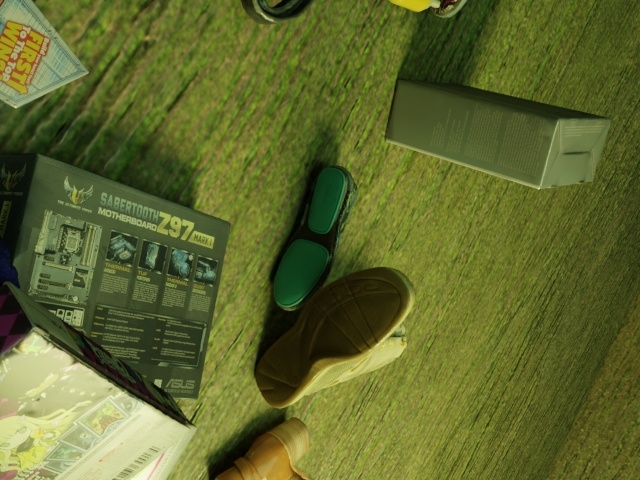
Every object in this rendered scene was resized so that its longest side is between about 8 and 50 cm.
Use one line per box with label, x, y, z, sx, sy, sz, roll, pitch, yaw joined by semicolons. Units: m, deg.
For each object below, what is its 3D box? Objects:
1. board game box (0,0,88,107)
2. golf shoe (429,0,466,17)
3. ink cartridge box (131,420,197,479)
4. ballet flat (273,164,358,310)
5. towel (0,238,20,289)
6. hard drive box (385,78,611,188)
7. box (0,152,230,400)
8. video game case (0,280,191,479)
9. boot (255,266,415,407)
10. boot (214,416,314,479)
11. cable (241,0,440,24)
board game box;-0.266;-0.129;0.478;0.194;0.060;0.194;37;79;-52
golf shoe;0.202;-0.365;0.930;0.086;0.067;0.186;34;81;-55
ink cartridge box;-0.228;0.197;0.702;0.109;0.062;0.209;-59;143;-9
ballet flat;0.000;0.000;0.885;0.070;0.070;0.188;18;98;-54
towel;-0.333;0.009;0.326;0.308;0.227;0.076;4;99;-53
hard drive box;0.236;-0.148;0.954;0.181;0.232;0.089;-10;117;-48
box;-0.189;0.043;0.634;0.232;0.059;0.184;21;77;-55
video game case;-0.213;0.149;0.421;0.232;0.042;0.210;-39;151;-8
boot;0.059;0.114;0.924;0.203;0.095;0.262;-6;146;-52
boot;-0.075;0.356;0.979;0.152;0.073;0.197;-28;118;-42
cable;0.040;-0.306;0.755;0.287;0.072;0.140;-25;122;-42
